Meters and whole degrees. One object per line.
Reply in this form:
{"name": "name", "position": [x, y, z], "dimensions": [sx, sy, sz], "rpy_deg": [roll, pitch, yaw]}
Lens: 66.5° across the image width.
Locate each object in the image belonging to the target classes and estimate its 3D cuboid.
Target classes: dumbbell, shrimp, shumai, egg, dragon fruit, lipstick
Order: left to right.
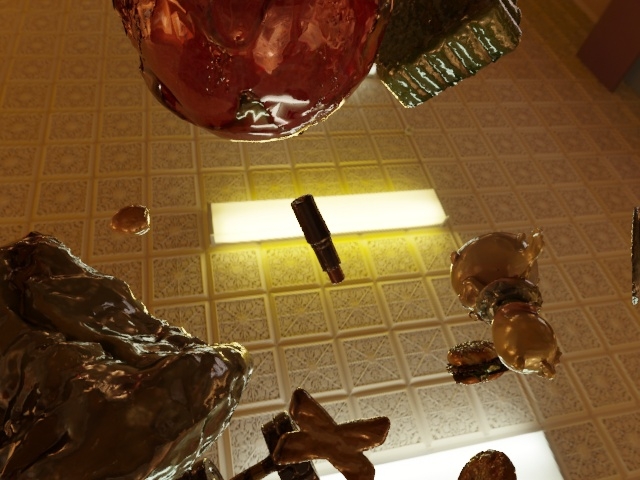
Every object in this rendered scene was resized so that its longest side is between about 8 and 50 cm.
{"name": "shumai", "position": [-0.291, 0.154, 0.487], "dimensions": [0.323, 0.397, 0.324], "rpy_deg": [51, -164, 8]}
{"name": "egg", "position": [-0.475, -0.049, 1.222], "dimensions": [0.096, 0.080, 0.080], "rpy_deg": [-6, -125, -11]}
{"name": "dumbbell", "position": [-0.160, 0.532, 1.098], "dimensions": [0.388, 0.185, 0.185], "rpy_deg": [-27, -119, -9]}
{"name": "dragon fruit", "position": [-0.064, -0.261, 0.516], "dimensions": [0.295, 0.302, 0.296], "rpy_deg": [5, -125, -8]}
{"name": "lipstick", "position": [0.000, 0.000, 1.483], "dimensions": [0.081, 0.081, 0.300], "rpy_deg": [-38, -68, -32]}
{"name": "shrimp", "position": [0.225, 0.397, 0.720], "dimensions": [0.042, 0.101, 0.190], "rpy_deg": [37, -99, -20]}

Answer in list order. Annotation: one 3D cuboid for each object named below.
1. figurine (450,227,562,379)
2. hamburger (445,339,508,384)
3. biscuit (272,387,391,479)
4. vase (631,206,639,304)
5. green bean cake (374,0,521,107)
{"name": "figurine", "position": [0.407, 0.114, 1.029], "dimensions": [0.226, 0.274, 0.394], "rpy_deg": [14, -145, -3]}
{"name": "hamburger", "position": [0.409, 0.317, 1.286], "dimensions": [0.164, 0.189, 0.093], "rpy_deg": [-15, -92, -5]}
{"name": "biscuit", "position": [0.023, 0.402, 0.982], "dimensions": [0.208, 0.047, 0.164], "rpy_deg": [18, -91, 6]}
{"name": "vase", "position": [0.860, 0.036, 1.082], "dimensions": [0.291, 0.245, 0.245], "rpy_deg": [0, -138, 36]}
{"name": "green bean cake", "position": [0.178, -0.327, 0.736], "dimensions": [0.113, 0.214, 0.200], "rpy_deg": [29, -134, -40]}
